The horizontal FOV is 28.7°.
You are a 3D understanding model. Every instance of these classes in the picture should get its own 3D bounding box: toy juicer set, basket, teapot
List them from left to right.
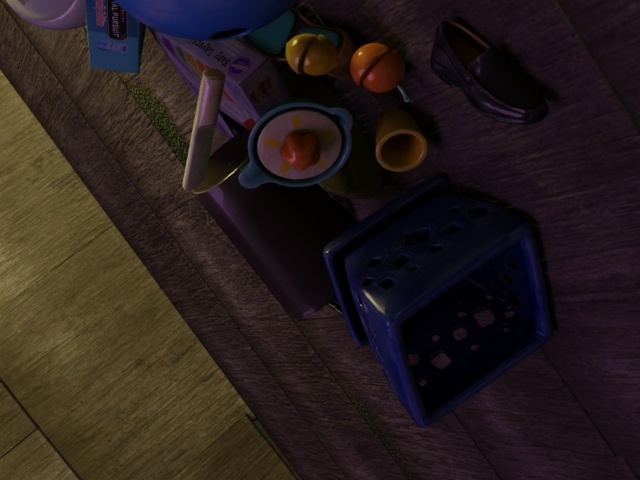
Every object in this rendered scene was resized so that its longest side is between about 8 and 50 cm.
[{"bbox_3d":[-0.402,-0.470,2.075,0.252,0.187,0.256,-3,101,34],"label":"teapot"},{"bbox_3d":[-0.063,-0.035,1.782,0.154,0.204,0.227,-28,118,30],"label":"basket"},{"bbox_3d":[-0.034,-0.154,1.585,0.089,0.329,0.209,-99,-2,-48],"label":"toy juicer set"}]

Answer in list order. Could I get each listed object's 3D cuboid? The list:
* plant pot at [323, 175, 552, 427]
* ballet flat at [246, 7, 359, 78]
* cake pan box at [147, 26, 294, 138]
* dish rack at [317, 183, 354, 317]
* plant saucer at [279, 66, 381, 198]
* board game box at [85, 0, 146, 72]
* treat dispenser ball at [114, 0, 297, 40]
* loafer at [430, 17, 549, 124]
[{"bbox_3d":[0.147,0.066,1.677,0.212,0.236,0.236,44,162,44],"label":"plant pot"},{"bbox_3d":[-0.023,-0.266,1.710,0.073,0.080,0.232,28,-176,-42],"label":"ballet flat"},{"bbox_3d":[-0.116,-0.213,1.858,0.246,0.070,0.267,40,169,38],"label":"cake pan box"},{"bbox_3d":[0.000,0.000,2.141,0.208,0.074,0.271,33,153,44],"label":"dish rack"},{"bbox_3d":[-0.001,-0.154,1.914,0.241,0.037,0.241,44,160,21],"label":"plant saucer"},{"bbox_3d":[-0.277,-0.426,1.766,0.079,0.253,0.336,7,161,-6],"label":"board game box"},{"bbox_3d":[-0.131,-0.372,1.416,0.288,0.288,0.288,45,161,21],"label":"treat dispenser ball"},{"bbox_3d":[0.182,-0.185,1.380,0.170,0.062,0.061,38,152,34],"label":"loafer"}]
